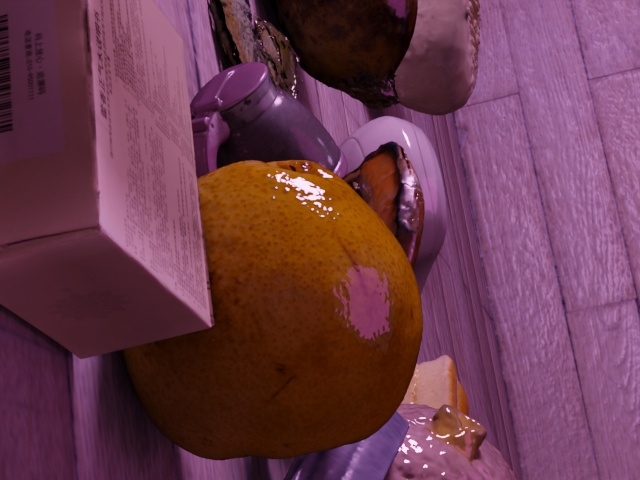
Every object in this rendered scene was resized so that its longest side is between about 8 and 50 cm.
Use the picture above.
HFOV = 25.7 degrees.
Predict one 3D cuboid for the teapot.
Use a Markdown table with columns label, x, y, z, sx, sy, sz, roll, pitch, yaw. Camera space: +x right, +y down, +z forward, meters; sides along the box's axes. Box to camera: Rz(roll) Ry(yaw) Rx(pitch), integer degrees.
| label | x | y | z | sx | sy | sz | roll | pitch | yaw |
| --- | --- | --- | --- | --- | --- | --- | --- | --- | --- |
| teapot | -0.065 | -0.078 | 1.240 | 0.146 | 0.148 | 0.116 | 58 | -17 | -26 |

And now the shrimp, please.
| label | x | y | z | sx | sy | sz | roll | pitch | yaw |
| --- | --- | --- | --- | --- | --- | --- | --- | --- | --- |
| shrimp | 0.012 | 0.039 | 1.172 | 0.222 | 0.054 | 0.290 | -88 | -158 | -44 |

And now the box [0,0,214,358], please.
| label | x | y | z | sx | sy | sz | roll | pitch | yaw |
| --- | --- | --- | --- | --- | --- | --- | --- | --- | --- |
| box | -0.142 | -0.059 | 0.825 | 0.168 | 0.095 | 0.212 | 57 | 23 | -63 |

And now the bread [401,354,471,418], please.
| label | x | y | z | sx | sy | sz | roll | pitch | yaw |
| --- | --- | --- | --- | --- | --- | --- | --- | --- | --- |
| bread | 0.143 | 0.302 | 1.721 | 0.246 | 0.111 | 0.239 | -72 | 147 | -67 |

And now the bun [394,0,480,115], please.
| label | x | y | z | sx | sy | sz | roll | pitch | yaw |
| --- | --- | --- | --- | --- | --- | --- | --- | --- | --- |
| bun | 0.148 | -0.385 | 2.264 | 0.359 | 0.210 | 0.360 | -1 | 90 | -79 |

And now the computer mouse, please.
| label | x | y | z | sx | sy | sz | roll | pitch | yaw |
| --- | --- | --- | --- | --- | --- | --- | --- | --- | --- |
| computer mouse | 0.050 | -0.010 | 1.533 | 0.297 | 0.121 | 0.184 | 119 | -40 | -65 |

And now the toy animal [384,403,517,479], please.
| label | x | y | z | sx | sy | sz | roll | pitch | yaw |
| --- | --- | --- | --- | --- | --- | --- | --- | --- | --- |
| toy animal | 0.112 | 0.276 | 1.410 | 0.358 | 0.188 | 0.227 | 26 | 55 | -66 |

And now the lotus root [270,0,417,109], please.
| label | x | y | z | sx | sy | sz | roll | pitch | yaw |
| --- | --- | --- | --- | --- | --- | --- | --- | --- | --- |
| lotus root | 0.016 | -0.346 | 1.650 | 0.196 | 0.179 | 0.398 | -14 | 90 | -76 |

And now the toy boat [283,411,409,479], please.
| label | x | y | z | sx | sy | sz | roll | pitch | yaw |
| --- | --- | --- | --- | --- | --- | --- | --- | --- | --- |
| toy boat | 0.012 | 0.200 | 1.182 | 0.127 | 0.078 | 0.283 | -66 | 173 | 21 |

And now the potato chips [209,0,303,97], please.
| label | x | y | z | sx | sy | sz | roll | pitch | yaw |
| --- | --- | --- | --- | --- | --- | --- | --- | --- | --- |
| potato chips | -0.068 | -0.205 | 1.474 | 0.220 | 0.029 | 0.202 | 14 | 58 | -72 |

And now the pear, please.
| label | x | y | z | sx | sy | sz | roll | pitch | yaw |
| --- | --- | --- | --- | --- | --- | --- | --- | --- | --- |
| pear | -0.033 | 0.044 | 0.954 | 0.209 | 0.208 | 0.209 | -13 | 90 | -78 |
